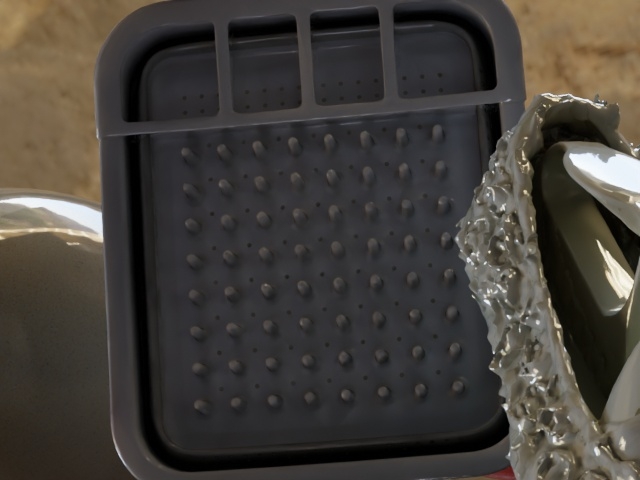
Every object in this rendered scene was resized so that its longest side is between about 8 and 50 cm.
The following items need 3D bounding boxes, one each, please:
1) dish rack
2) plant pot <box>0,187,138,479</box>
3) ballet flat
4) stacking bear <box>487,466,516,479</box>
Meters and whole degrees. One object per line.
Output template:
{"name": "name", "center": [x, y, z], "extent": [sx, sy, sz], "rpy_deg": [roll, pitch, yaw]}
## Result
{"name": "dish rack", "center": [0.000, 0.000, 1.267], "extent": [0.285, 0.072, 0.333], "rpy_deg": [-5, -103, 4]}
{"name": "plant pot", "center": [-0.258, 0.072, 1.452], "extent": [0.284, 0.191, 0.284], "rpy_deg": [-18, -124, 29]}
{"name": "ballet flat", "center": [0.157, 0.060, 0.951], "extent": [0.147, 0.147, 0.409], "rpy_deg": [-25, -141, 3]}
{"name": "stacking bear", "center": [0.196, 0.128, 1.659], "extent": [0.164, 0.289, 0.175], "rpy_deg": [-6, -102, 29]}
